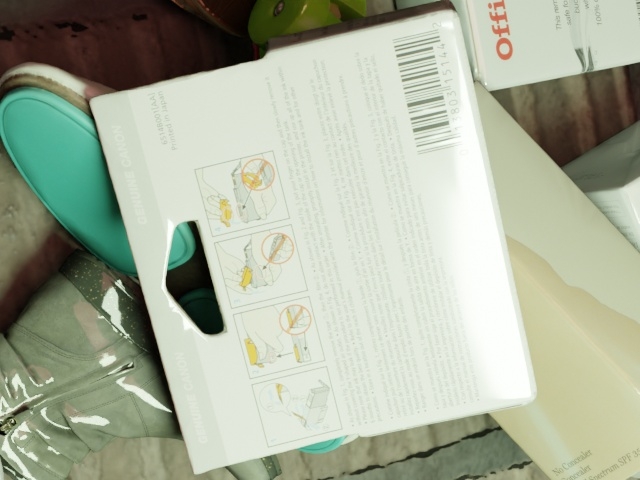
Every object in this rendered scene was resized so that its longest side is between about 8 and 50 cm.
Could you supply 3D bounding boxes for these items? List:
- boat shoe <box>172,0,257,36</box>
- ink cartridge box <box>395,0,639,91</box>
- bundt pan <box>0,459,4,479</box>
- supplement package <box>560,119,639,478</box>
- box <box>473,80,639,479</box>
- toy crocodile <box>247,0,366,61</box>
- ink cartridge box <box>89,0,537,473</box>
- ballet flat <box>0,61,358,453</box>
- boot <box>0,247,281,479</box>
[{"bbox_3d":[-0.106,-0.209,1.259,0.135,0.045,0.050,42,64,-21],"label":"boat shoe"},{"bbox_3d":[0.200,-0.239,1.381,0.273,0.114,0.197,-13,94,-29],"label":"ink cartridge box"},{"bbox_3d":[-0.368,0.225,1.058,0.331,0.124,0.331,2,86,-27],"label":"bundt pan"},{"bbox_3d":[0.330,0.051,1.400,0.175,0.177,0.293,-30,102,-24],"label":"supplement package"},{"bbox_3d":[0.164,0.042,1.272,0.311,0.148,0.121,46,47,2],"label":"box"},{"bbox_3d":[-0.006,-0.204,1.257,0.115,0.105,0.340,34,51,-38],"label":"toy crocodile"},{"bbox_3d":[0.000,0.000,1.148,0.261,0.066,0.296,-12,106,4],"label":"ink cartridge box"},{"bbox_3d":[-0.089,-0.005,1.228,0.400,0.139,0.139,49,68,-22],"label":"ballet flat"},{"bbox_3d":[-0.160,0.139,1.210,0.161,0.083,0.246,-46,106,-10],"label":"boot"}]
